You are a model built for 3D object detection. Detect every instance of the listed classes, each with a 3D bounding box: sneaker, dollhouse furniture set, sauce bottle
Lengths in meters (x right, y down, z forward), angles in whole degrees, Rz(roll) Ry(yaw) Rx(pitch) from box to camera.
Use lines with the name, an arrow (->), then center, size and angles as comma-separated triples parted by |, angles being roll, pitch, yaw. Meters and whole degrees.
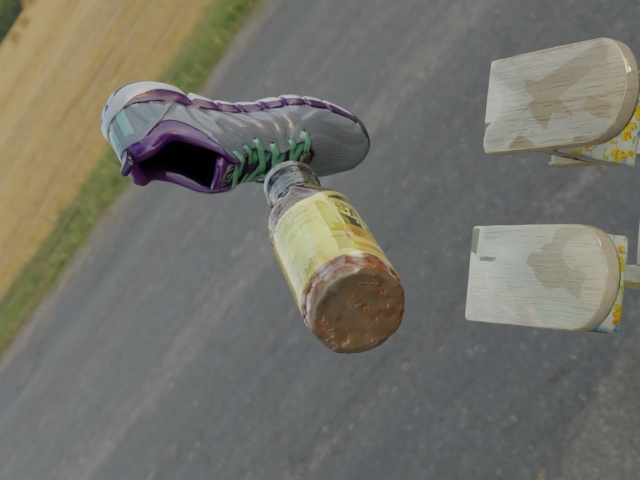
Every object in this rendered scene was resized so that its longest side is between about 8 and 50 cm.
sneaker -> -0.059, -0.062, 0.935 | 0.098, 0.223, 0.083 | -112, 32, -47
dollhouse furniture set -> 0.195, 0.038, 0.503 | 0.161, 0.212, 0.242 | 0, 83, 62
sauce bottle -> 0.000, 0.000, 0.496 | 0.042, 0.042, 0.128 | -53, 27, 14
